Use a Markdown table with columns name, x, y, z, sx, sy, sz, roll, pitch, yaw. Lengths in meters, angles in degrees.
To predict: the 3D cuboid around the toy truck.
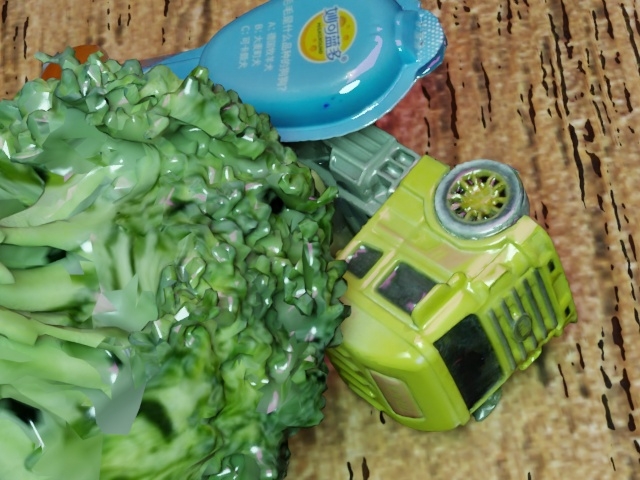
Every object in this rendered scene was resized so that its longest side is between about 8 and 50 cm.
| name | x | y | z | sx | sy | sz | roll | pitch | yaw |
| --- | --- | --- | --- | --- | --- | --- | --- | --- | --- |
| toy truck | 0.000 | 0.000 | 0.890 | 0.272 | 0.124 | 0.157 | 34 | 76 | 33 |

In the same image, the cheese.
| name | x | y | z | sx | sy | sz | roll | pitch | yaw |
| --- | --- | --- | --- | --- | --- | --- | --- | --- | --- |
| cheese | -0.052 | -0.091 | 0.871 | 0.256 | 0.037 | 0.106 | -9 | 58 | 21 |

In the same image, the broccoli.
| name | x | y | z | sx | sy | sz | roll | pitch | yaw |
| --- | --- | --- | --- | --- | --- | --- | --- | --- | --- |
| broccoli | -0.175 | 0.055 | 0.764 | 0.375 | 0.302 | 0.249 | -47 | 25 | 3 |
